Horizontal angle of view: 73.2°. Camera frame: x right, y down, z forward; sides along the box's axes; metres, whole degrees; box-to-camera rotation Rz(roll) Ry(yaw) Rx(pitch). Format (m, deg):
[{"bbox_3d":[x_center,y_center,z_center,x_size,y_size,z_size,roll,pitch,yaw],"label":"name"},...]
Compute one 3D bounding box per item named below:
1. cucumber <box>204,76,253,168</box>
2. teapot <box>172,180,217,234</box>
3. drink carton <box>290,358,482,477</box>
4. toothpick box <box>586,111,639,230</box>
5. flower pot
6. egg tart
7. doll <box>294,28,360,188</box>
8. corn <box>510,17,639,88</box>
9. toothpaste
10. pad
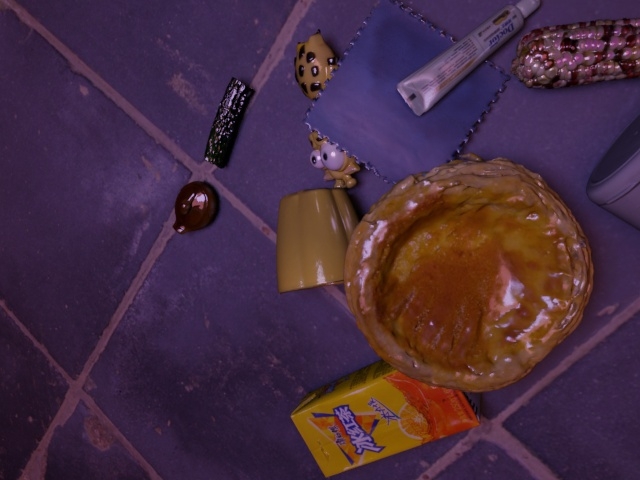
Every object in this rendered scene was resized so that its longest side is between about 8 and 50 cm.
[{"bbox_3d":[-0.198,-0.247,0.910,0.058,0.058,0.187,30,109,14],"label":"cucumber"},{"bbox_3d":[-0.289,-0.072,0.967,0.098,0.078,0.129,41,112,10],"label":"teapot"},{"bbox_3d":[0.124,0.331,0.863,0.351,0.111,0.155,-33,86,25],"label":"drink carton"},{"bbox_3d":[0.555,-0.052,0.574,0.316,0.229,0.229,37,111,10],"label":"toothpick box"},{"bbox_3d":[0.000,0.000,0.817,0.195,0.195,0.179,-11,83,23],"label":"flower pot"},{"bbox_3d":[0.229,0.053,0.708,0.387,0.169,0.388,0,95,2],"label":"egg tart"},{"bbox_3d":[0.009,-0.237,0.816,0.117,0.086,0.291,-1,103,58],"label":"doll"},{"bbox_3d":[0.434,-0.280,0.639,0.280,0.092,0.092,1,100,17],"label":"corn"},{"bbox_3d":[0.243,-0.309,0.706,0.255,0.037,0.067,-38,96,10],"label":"toothpaste"},{"bbox_3d":[0.143,-0.242,0.746,0.269,0.012,0.269,36,97,1],"label":"pad"}]
